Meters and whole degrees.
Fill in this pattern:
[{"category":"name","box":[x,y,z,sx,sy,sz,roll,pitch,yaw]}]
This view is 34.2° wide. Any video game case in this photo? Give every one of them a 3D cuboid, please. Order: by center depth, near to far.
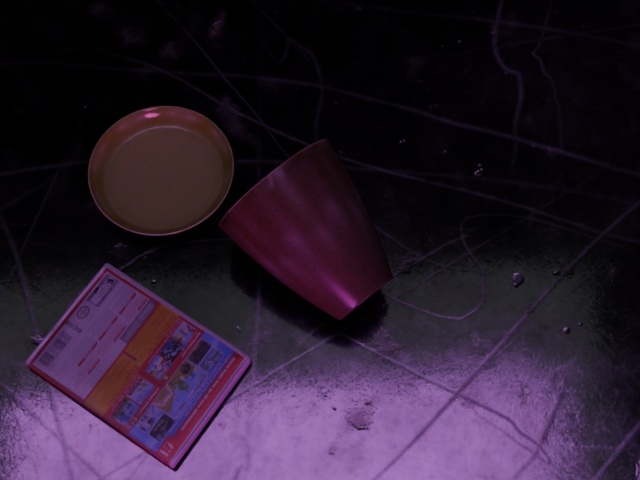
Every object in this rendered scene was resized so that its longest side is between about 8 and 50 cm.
[{"category":"video game case","box":[-0.280,0.187,1.599,0.285,0.025,0.204,31,70,14]}]

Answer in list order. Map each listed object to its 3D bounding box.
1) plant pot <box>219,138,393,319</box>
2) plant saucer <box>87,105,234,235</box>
[{"category":"plant pot","box":[0.000,0.000,1.600,0.215,0.215,0.230,-38,86,-15]},{"category":"plant saucer","box":[-0.262,-0.111,1.725,0.240,0.037,0.241,0,66,1]}]
